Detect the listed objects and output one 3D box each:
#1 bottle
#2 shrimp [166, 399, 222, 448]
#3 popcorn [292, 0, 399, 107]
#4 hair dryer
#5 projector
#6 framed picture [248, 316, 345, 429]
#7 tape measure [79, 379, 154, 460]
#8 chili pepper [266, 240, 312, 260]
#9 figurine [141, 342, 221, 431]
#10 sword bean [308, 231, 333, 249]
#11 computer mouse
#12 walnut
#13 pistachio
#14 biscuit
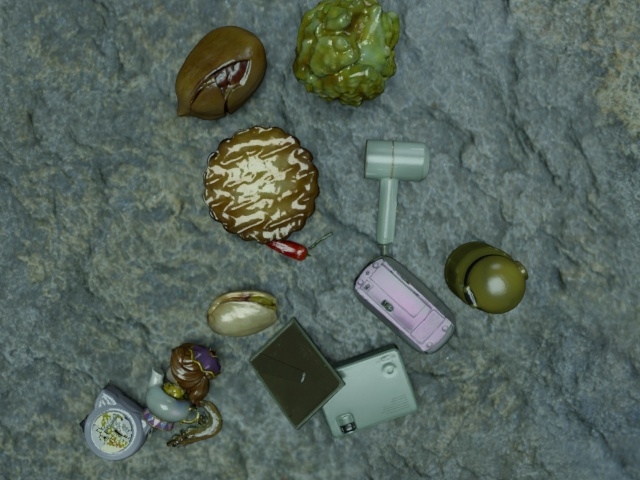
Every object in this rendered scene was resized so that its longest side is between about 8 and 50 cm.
[{"bbox_3d":[0.422,0.099,1.661,0.171,0.351,0.172,0,94,3],"label":"bottle"},{"bbox_3d":[-0.375,0.526,1.892,0.178,0.034,0.124,-19,89,3],"label":"shrimp"},{"bbox_3d":[0.075,-0.488,1.679,0.274,0.335,0.279,-24,94,28],"label":"popcorn"},{"bbox_3d":[0.197,-0.094,1.804,0.172,0.107,0.358,4,103,4],"label":"hair dryer"},{"bbox_3d":[0.123,0.417,1.825,0.256,0.099,0.192,-20,91,4],"label":"projector"},{"bbox_3d":[-0.070,0.362,1.801,0.189,0.023,0.260,-45,56,5],"label":"framed picture"},{"bbox_3d":[-0.585,0.529,1.874,0.196,0.105,0.178,40,87,-1],"label":"tape measure"},{"bbox_3d":[-0.109,0.016,1.849,0.178,0.027,0.045,21,95,4],"label":"chili pepper"},{"bbox_3d":[-0.386,0.398,1.830,0.189,0.142,0.264,34,97,4],"label":"figurine"},{"bbox_3d":[0.000,0.000,1.850,0.083,0.012,0.012,-35,91,6],"label":"sword bean"},{"bbox_3d":[0.232,0.179,1.816,0.310,0.072,0.158,42,96,-1],"label":"computer mouse"},{"bbox_3d":[-0.273,-0.436,1.756,0.298,0.203,0.203,-43,90,6],"label":"walnut"},{"bbox_3d":[-0.218,0.202,1.828,0.200,0.117,0.145,-9,131,-3],"label":"pistachio"},{"bbox_3d":[-0.161,-0.151,1.805,0.325,0.107,0.326,0,93,0],"label":"biscuit"}]
